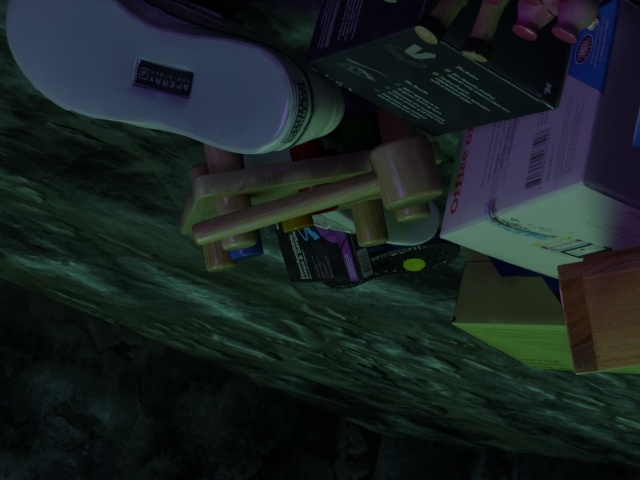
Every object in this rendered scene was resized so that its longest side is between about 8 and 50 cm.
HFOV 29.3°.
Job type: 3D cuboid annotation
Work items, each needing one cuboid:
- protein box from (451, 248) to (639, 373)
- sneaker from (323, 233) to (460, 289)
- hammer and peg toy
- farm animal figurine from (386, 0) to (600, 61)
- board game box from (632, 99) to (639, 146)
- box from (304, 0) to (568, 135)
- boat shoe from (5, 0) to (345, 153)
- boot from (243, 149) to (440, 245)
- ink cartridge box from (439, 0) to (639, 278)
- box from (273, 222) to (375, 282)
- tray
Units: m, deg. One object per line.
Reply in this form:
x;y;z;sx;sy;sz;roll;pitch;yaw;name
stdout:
0.322;0.082;1.633;0.199;0.136;0.201;-2;157;45;protein box
0.096;0.008;1.746;0.209;0.082;0.069;-12;140;21;sneaker
-0.017;-0.062;1.268;0.265;0.127;0.361;-9;174;-11;hammer and peg toy
0.052;-0.260;0.669;0.326;0.172;0.330;28;172;-2;farm animal figurine
0.342;-0.161;0.645;0.301;0.086;0.308;10;139;13;board game box
0.100;-0.169;1.039;0.156;0.093;0.158;25;163;-31;box
-0.131;-0.174;1.176;0.367;0.136;0.156;19;-166;30;boat shoe
0.026;-0.054;1.547;0.258;0.095;0.123;22;171;6;boot
0.245;-0.075;1.091;0.168;0.171;0.232;20;164;-20;ink cartridge box
0.000;0.000;1.698;0.029;0.116;0.162;-23;-169;-37;box
0.296;0.042;0.894;0.202;0.076;0.411;-11;174;15;tray
